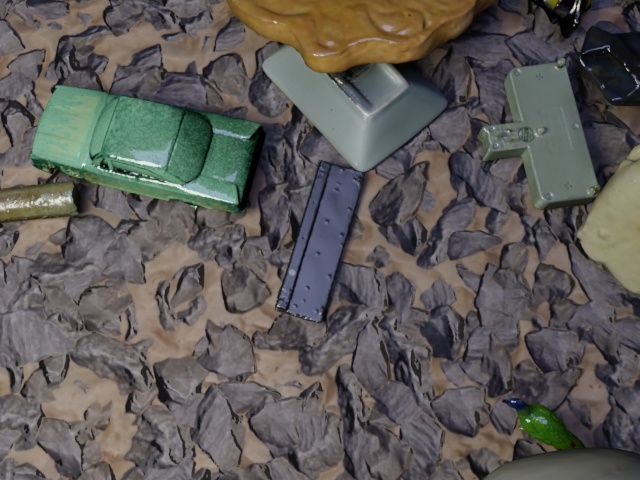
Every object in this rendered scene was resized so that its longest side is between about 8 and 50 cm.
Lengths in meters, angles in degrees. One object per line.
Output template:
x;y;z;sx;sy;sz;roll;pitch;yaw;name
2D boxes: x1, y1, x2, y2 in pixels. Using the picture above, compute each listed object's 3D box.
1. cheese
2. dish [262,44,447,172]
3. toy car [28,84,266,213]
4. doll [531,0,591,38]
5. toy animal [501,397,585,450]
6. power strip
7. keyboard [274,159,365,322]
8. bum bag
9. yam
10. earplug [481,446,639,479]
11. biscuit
0.485;-0.078;0.909;0.173;0.248;0.251;43;73;11;cheese
0.051;-0.245;1.044;0.182;0.080;0.243;-39;76;-9;dish
-0.247;-0.140;1.009;0.321;0.097;0.141;12;74;4;toy car
0.344;-0.425;1.086;0.127;0.088;0.248;-13;71;-2;doll
0.304;0.255;0.911;0.217;0.075;0.041;42;81;-18;toy animal
0.305;-0.150;1.020;0.145;0.061;0.215;-9;73;-2;power strip
0.000;0.000;1.004;0.072;0.023;0.231;17;75;-1;keyboard
0.528;-0.245;1.035;0.310;0.074;0.137;4;65;-2;bum bag
-0.410;-0.054;1.012;0.132;0.054;0.054;-6;74;0;yam
0.292;0.417;0.715;0.313;0.312;0.394;-9;78;-1;earplug
0.058;-0.400;1.039;0.385;0.062;0.365;-33;62;-20;biscuit
